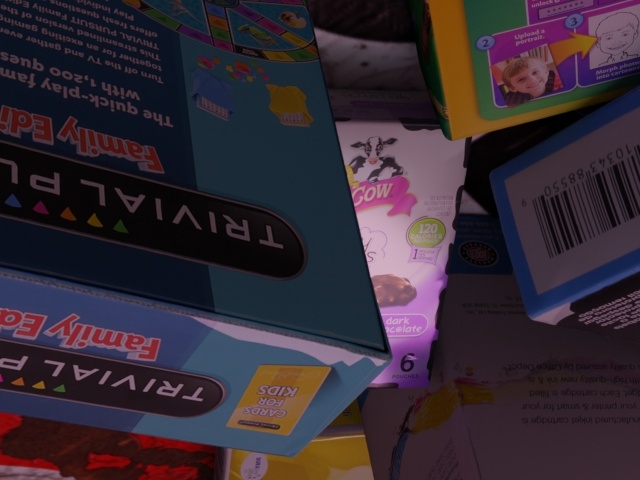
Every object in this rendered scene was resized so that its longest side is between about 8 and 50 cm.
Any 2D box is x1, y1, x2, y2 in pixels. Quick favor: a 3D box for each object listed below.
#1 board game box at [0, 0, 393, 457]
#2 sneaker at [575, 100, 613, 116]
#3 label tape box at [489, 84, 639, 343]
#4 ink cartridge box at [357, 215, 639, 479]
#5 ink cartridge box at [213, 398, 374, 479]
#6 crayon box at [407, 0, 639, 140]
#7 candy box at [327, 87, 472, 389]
[{"bbox_3d":[-0.125,-0.090,0.491,0.253,0.336,0.079,15,135,-28],"label":"board game box"},{"bbox_3d":[0.264,-0.097,0.795,0.209,0.069,0.082,-9,145,-3],"label":"sneaker"},{"bbox_3d":[0.316,-0.019,0.779,0.249,0.115,0.347,-31,148,36],"label":"label tape box"},{"bbox_3d":[0.158,0.146,0.904,0.198,0.270,0.197,2,140,-16],"label":"ink cartridge box"},{"bbox_3d":[0.049,0.236,1.153,0.307,0.072,0.304,-2,141,-9],"label":"ink cartridge box"},{"bbox_3d":[0.186,-0.169,0.674,0.278,0.081,0.165,-14,141,3],"label":"crayon box"},{"bbox_3d":[0.000,0.000,0.787,0.164,0.070,0.196,0,115,-15],"label":"candy box"}]
